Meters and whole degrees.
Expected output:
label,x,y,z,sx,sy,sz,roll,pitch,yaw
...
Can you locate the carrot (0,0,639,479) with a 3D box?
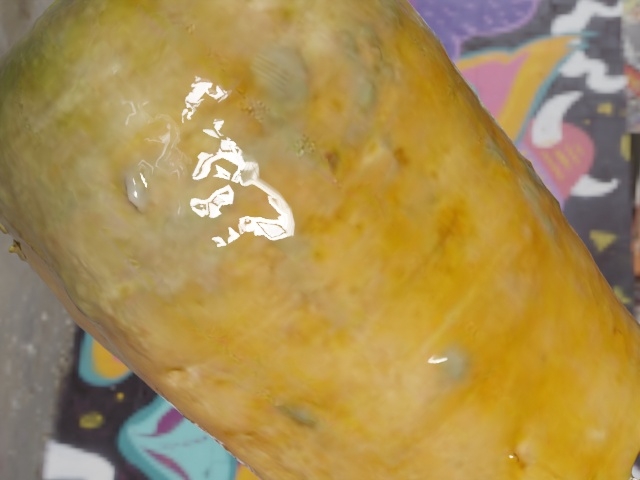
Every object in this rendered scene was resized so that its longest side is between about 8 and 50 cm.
label,x,y,z,sx,sy,sz,roll,pitch,yaw
carrot,0.000,0.000,0.619,0.341,0.224,0.224,44,24,-14
